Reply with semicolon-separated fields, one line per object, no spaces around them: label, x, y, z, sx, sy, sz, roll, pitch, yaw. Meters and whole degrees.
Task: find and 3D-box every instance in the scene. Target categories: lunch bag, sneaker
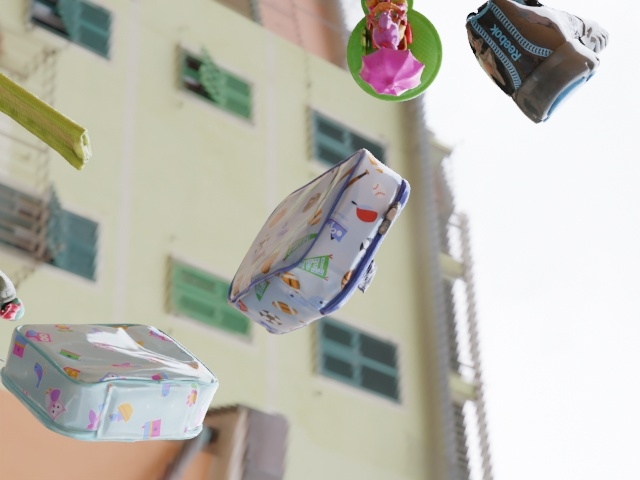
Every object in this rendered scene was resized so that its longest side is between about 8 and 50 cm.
lunch bag;0.000;0.000;2.091;0.243;0.115;0.303;-59;-164;-26
lunch bag;-0.300;0.197;2.132;0.224;0.279;0.107;29;-74;43
sneaker;0.241;-0.231;1.692;0.125;0.139;0.341;-44;-178;13

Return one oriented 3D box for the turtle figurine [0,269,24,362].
turtle figurine;-0.549;0.075;2.364;0.118;0.234;0.175;-44;-173;16

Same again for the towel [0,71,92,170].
towel;-0.284;-0.136;1.178;0.021;0.237;0.102;-56;180;-10

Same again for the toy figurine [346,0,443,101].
toy figurine;0.093;-0.253;1.931;0.159;0.130;0.173;-77;160;-76
